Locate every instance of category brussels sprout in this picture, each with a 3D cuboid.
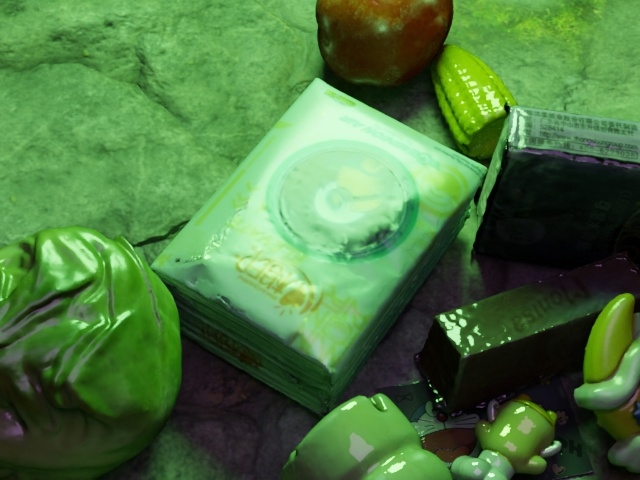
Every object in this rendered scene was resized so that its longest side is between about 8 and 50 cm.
[{"bbox_3d":[-0.321,0.132,1.588,0.328,0.247,0.328,4,54,-6],"label":"brussels sprout"}]

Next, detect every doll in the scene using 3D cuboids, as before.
[{"bbox_3d":[0.230,0.263,1.657,0.106,0.062,0.162,33,60,19],"label":"doll"},{"bbox_3d":[0.439,0.167,1.684,0.252,0.111,0.237,-20,88,-10],"label":"doll"}]

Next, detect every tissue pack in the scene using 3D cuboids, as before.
[{"bbox_3d":[0.397,-0.058,1.769,0.361,0.259,0.122,10,59,-1],"label":"tissue pack"},{"bbox_3d":[0.000,0.000,1.748,0.287,0.162,0.388,29,59,17],"label":"tissue pack"}]

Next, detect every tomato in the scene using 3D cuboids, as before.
[{"bbox_3d":[0.099,-0.339,1.941,0.188,0.232,0.232,22,58,13],"label":"tomato"}]

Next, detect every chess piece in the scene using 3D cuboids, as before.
[{"bbox_3d":[0.147,0.379,1.486,0.234,0.234,0.442,-30,62,-22],"label":"chess piece"}]

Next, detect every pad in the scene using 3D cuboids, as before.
[{"bbox_3d":[0.210,0.242,1.709,0.245,0.006,0.170,-8,58,-10],"label":"pad"}]

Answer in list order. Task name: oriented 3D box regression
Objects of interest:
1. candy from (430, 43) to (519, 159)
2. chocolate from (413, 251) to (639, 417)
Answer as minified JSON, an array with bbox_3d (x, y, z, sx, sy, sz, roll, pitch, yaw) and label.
[{"bbox_3d":[0.217,-0.217,1.953,0.106,0.094,0.199,-18,55,-10],"label":"candy"},{"bbox_3d":[0.281,0.115,1.728,0.321,0.112,0.112,-17,53,-16],"label":"chocolate"}]
